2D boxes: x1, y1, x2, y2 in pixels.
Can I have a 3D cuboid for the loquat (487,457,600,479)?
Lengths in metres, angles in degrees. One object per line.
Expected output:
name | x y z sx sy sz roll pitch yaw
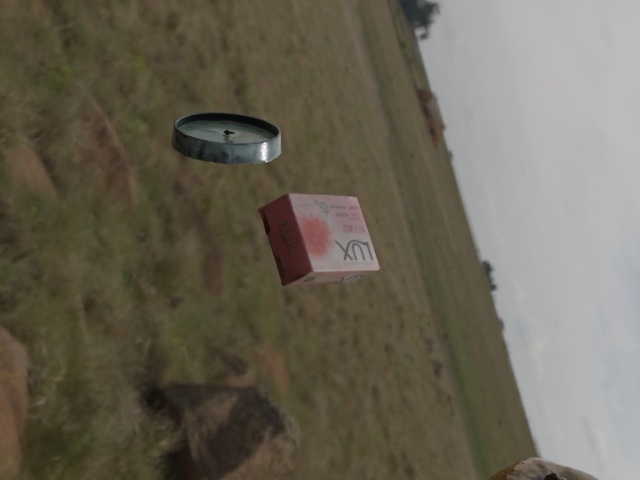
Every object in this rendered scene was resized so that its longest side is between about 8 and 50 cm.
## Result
loquat | 0.236 0.330 1.103 0.234 0.187 0.176 97 5 -51

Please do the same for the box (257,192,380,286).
box | 0.000 0.000 1.320 0.156 0.060 0.111 -2 70 -50

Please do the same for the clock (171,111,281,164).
clock | -0.071 -0.078 0.779 0.085 0.085 0.017 -88 -176 -68
